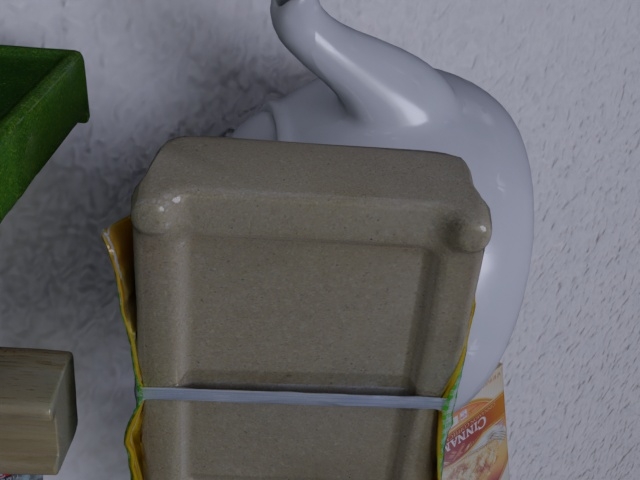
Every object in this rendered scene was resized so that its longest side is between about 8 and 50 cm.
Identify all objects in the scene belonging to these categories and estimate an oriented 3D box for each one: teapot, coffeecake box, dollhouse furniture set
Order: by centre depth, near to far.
[{"bbox_3d":[-0.080,0.023,0.402,0.301,0.151,0.198,4,119,-4],"label":"dollhouse furniture set"},{"bbox_3d":[0.000,0.000,0.500,0.186,0.252,0.256,8,87,-16],"label":"teapot"},{"bbox_3d":[0.111,0.213,0.751,0.142,0.068,0.186,-27,122,-28],"label":"coffeecake box"}]

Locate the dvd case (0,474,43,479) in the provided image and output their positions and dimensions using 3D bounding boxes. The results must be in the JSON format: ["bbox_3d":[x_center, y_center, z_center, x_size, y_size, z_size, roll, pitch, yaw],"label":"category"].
[{"bbox_3d":[-0.227,0.149,0.505,0.087,0.013,0.120,-7,113,-35],"label":"dvd case"}]
